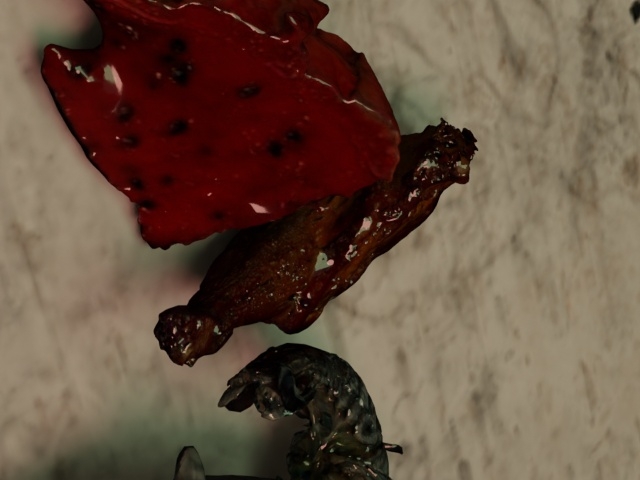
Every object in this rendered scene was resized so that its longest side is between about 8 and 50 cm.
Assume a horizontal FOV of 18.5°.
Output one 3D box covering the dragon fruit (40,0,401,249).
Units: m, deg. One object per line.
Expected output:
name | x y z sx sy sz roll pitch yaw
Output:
dragon fruit | -0.062 -0.091 0.793 0.192 0.122 0.092 43 31 -35

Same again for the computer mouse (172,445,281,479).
computer mouse | -0.061 0.260 0.817 0.188 0.122 0.371 -7 100 -33

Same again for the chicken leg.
chicken leg | -0.002 0.002 0.845 0.053 0.093 0.205 50 59 -2

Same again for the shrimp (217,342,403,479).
shrimp | 0.015 0.105 0.871 0.076 0.082 0.174 -47 138 -27
